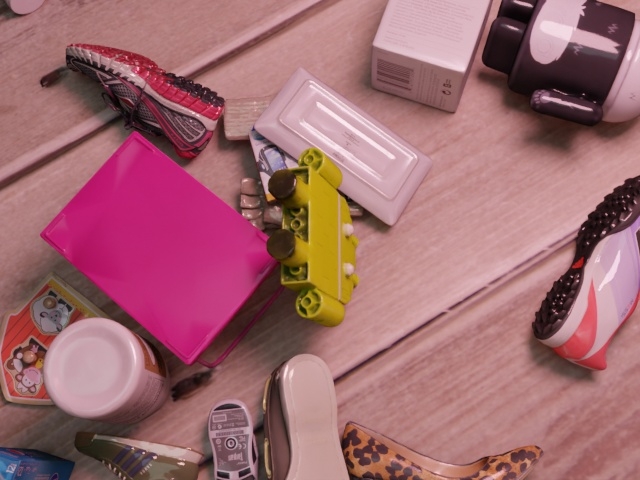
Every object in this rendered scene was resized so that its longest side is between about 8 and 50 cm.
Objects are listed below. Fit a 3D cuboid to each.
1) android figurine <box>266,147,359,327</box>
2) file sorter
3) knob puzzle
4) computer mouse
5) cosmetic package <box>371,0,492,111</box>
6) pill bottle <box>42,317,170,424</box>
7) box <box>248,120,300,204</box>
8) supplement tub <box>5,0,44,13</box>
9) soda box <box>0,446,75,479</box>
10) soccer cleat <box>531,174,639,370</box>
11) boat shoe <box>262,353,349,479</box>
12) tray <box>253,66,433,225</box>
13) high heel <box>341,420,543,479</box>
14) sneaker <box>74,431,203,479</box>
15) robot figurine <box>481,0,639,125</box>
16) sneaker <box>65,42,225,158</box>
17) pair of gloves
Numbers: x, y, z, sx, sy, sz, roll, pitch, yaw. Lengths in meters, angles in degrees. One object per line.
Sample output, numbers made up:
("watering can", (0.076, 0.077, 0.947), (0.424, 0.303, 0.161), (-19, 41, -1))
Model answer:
("android figurine", (0.000, 0.000, 1.162), (0.056, 0.273, 0.248), (-7, 71, 21))
("file sorter", (-0.215, 0.027, 1.206), (0.291, 0.182, 0.202), (38, 81, 13))
("knob puzzle", (-0.424, 0.169, 1.256), (0.213, 0.030, 0.213), (-1, 74, 3))
("computer mouse", (-0.122, 0.330, 1.189), (0.106, 0.042, 0.193), (-6, 79, 6))
("cosmetic package", (0.180, -0.335, 1.302), (0.151, 0.151, 0.183), (19, 77, 8))
("pill bottle", (-0.286, 0.192, 1.138), (0.131, 0.229, 0.131), (-1, 74, 3))
("box", (-0.062, -0.130, 1.279), (0.081, 0.028, 0.136), (-15, 75, -6))
("supplement tub", (-0.540, -0.459, 1.421), (0.071, 0.071, 0.107), (-37, 74, -7))
("soda box", (-0.415, 0.329, 1.116), (0.067, 0.210, 0.071), (16, 75, 8))
("soccer cleat", (0.440, 0.043, 1.217), (0.116, 0.108, 0.318), (36, 75, -10))
("boat shoe", (-0.027, 0.320, 1.160), (0.109, 0.091, 0.305), (4, 73, -28))
("tray", (0.043, -0.155, 1.276), (0.270, 0.030, 0.145), (35, 68, -3))
("high heel", (0.166, 0.298, 1.152), (0.261, 0.093, 0.186), (-28, 78, 2))
("sneaker", (-0.273, 0.335, 1.181), (0.192, 0.064, 0.086), (9, 70, 2))
("robot figurine", (0.401, -0.289, 1.269), (0.278, 0.173, 0.209), (20, 100, 9))
("sneaker", (-0.305, -0.239, 1.327), (0.299, 0.121, 0.112), (30, 108, 19))
("pair of gloves", (-0.044, -0.135, 1.316), (0.204, 0.042, 0.240), (-11, 78, -4))
